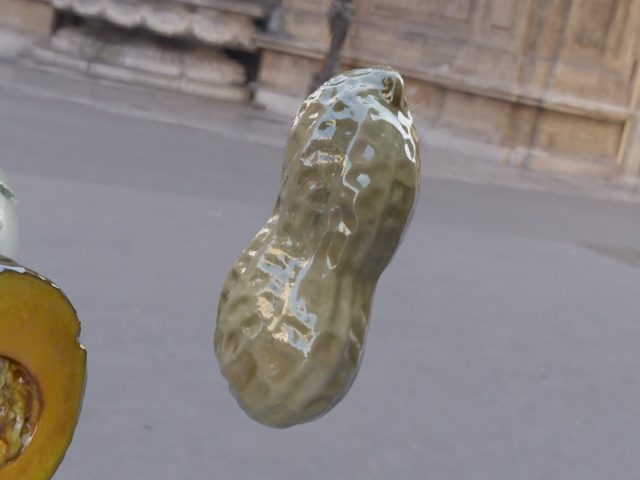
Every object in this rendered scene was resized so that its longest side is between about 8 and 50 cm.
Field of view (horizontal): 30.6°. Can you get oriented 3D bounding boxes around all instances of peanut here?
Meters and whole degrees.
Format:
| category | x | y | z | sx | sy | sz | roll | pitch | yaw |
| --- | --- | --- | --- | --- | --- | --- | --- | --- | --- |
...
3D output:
| category | x | y | z | sx | sy | sz | roll | pitch | yaw |
| --- | --- | --- | --- | --- | --- | --- | --- | --- | --- |
| peanut | 0.000 | 0.000 | 0.917 | 0.120 | 0.298 | 0.136 | 27 | -9 | -42 |

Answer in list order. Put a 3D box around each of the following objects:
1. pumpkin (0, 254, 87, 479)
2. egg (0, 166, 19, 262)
| category | x | y | z | sx | sy | sz | roll | pitch | yaw |
| --- | --- | --- | --- | --- | --- | --- | --- | --- | --- |
| pumpkin | -0.345 | 0.094 | 0.765 | 0.232 | 0.242 | 0.325 | 12 | 21 | 35 |
| egg | -0.475 | -0.003 | 1.300 | 0.278 | 0.278 | 0.336 | 1 | 13 | -44 |
